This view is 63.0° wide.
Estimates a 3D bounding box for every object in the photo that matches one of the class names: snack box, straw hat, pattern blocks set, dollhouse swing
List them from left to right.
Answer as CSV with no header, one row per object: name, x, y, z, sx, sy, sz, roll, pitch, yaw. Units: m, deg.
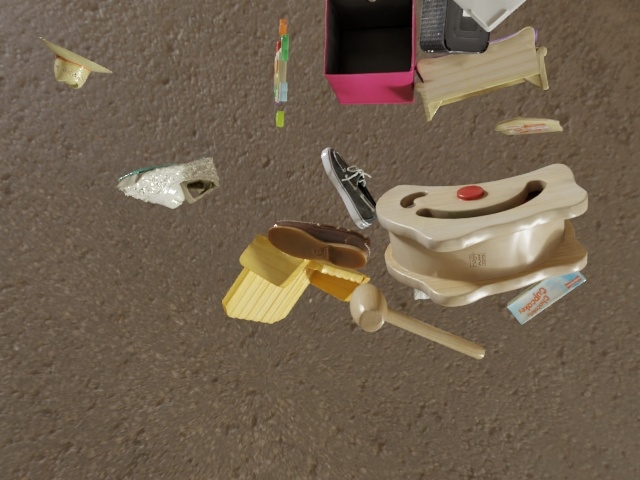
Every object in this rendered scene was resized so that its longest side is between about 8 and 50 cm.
straw hat,-0.479,-0.327,1.002,0.144,0.144,0.061,24,96,0
pattern blocks set,-0.113,-0.462,1.455,0.026,0.325,0.286,1,92,-8
dollhouse swing,-0.090,0.179,1.709,0.315,0.346,0.305,26,93,40
snack box,0.600,0.142,1.413,0.187,0.322,0.060,-40,74,13

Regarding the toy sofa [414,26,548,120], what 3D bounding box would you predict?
toy sofa,0.459,-0.484,1.527,0.362,0.150,0.177,-13,104,15

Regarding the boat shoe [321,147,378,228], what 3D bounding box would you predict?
boat shoe,0.110,-0.196,1.756,0.104,0.113,0.307,-34,71,29

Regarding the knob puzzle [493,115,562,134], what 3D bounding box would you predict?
knob puzzle,0.622,-0.358,1.584,0.212,0.213,0.030,3,91,-5

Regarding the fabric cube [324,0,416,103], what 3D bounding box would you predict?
fabric cube,0.161,-0.577,1.580,0.253,0.258,0.259,1,87,13

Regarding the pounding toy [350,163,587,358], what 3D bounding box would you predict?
pounding toy,0.153,0.022,0.575,0.269,0.154,0.155,-15,116,-3

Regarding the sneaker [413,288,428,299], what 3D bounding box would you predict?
sneaker,0.309,0.101,1.548,0.061,0.054,0.152,2,102,8

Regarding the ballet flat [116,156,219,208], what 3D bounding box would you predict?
ballet flat,-0.431,-0.172,1.593,0.146,0.409,0.147,7,108,21

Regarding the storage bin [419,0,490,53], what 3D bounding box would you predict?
storage bin,0.282,-0.480,1.075,0.121,0.084,0.180,-7,109,-26

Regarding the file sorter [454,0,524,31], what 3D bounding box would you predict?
file sorter,0.220,-0.484,0.716,0.277,0.192,0.173,35,57,-15

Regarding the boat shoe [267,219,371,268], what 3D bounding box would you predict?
boat shoe,0.000,0.000,1.044,0.206,0.073,0.073,17,43,6
